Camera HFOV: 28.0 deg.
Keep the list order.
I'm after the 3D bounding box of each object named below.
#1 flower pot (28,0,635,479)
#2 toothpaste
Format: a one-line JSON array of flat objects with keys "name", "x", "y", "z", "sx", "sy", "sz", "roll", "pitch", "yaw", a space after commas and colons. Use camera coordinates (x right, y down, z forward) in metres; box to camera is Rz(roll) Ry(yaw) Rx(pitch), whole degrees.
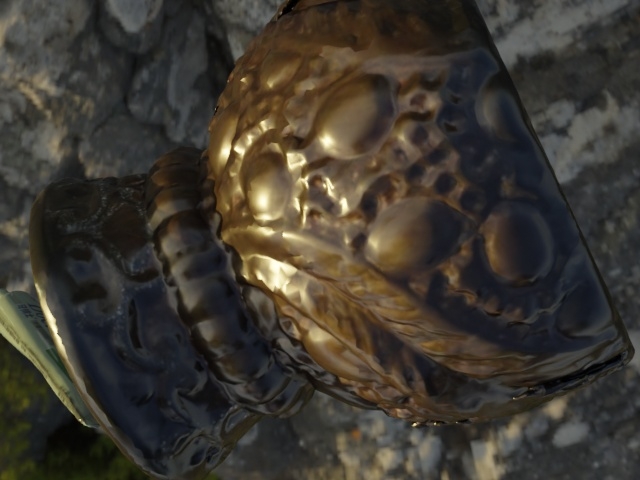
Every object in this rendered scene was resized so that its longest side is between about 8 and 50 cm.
[{"name": "flower pot", "x": 0.000, "y": 0.000, "z": 0.718, "sx": 0.267, "sy": 0.266, "sz": 0.266, "roll": -24, "pitch": 124, "yaw": 11}, {"name": "toothpaste", "x": -0.215, "y": 0.095, "z": 1.045, "sx": 0.064, "sy": 0.218, "sz": 0.041, "roll": 14, "pitch": 105, "yaw": -44}]
